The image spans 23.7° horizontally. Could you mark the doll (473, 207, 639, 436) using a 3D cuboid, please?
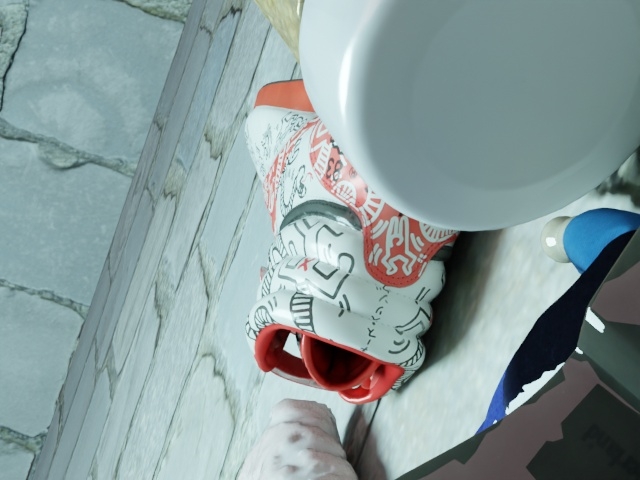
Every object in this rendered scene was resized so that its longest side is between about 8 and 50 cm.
[{"bbox_3d":[0.076,0.044,0.441,0.189,0.046,0.129,119,163,-44],"label":"doll"}]

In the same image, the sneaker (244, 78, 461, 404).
[{"bbox_3d":[-0.001,0.000,0.753,0.270,0.090,0.145,172,118,-74],"label":"sneaker"}]

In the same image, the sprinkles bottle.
[{"bbox_3d":[0.008,-0.146,0.613,0.121,0.121,0.355,-66,31,26],"label":"sprinkles bottle"}]

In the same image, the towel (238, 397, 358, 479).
[{"bbox_3d":[-0.042,0.264,0.647,0.332,0.053,0.317,-113,42,-71],"label":"towel"}]

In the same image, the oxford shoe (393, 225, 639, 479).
[{"bbox_3d":[0.065,0.068,0.344,0.212,0.076,0.076,-49,60,18],"label":"oxford shoe"}]
